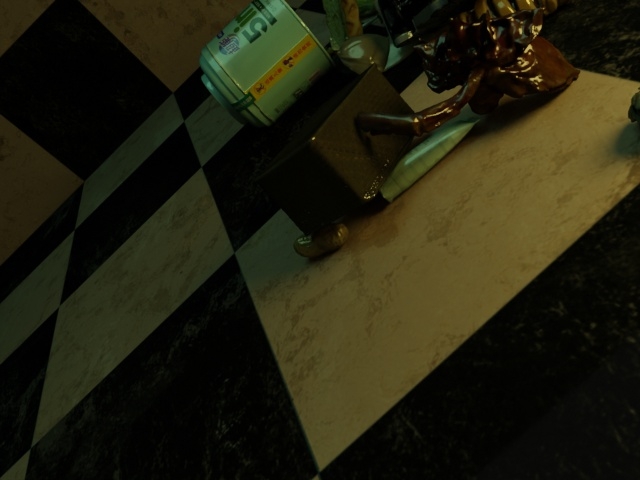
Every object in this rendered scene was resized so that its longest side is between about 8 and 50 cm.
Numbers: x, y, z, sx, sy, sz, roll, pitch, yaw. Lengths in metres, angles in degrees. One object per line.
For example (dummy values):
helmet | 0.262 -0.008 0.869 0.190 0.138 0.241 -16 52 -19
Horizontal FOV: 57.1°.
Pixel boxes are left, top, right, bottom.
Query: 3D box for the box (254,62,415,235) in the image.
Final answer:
box | 0.039 -0.162 1.036 0.184 0.143 0.273 -27 21 47

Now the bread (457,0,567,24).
bread | 0.365 -0.447 1.113 0.225 0.081 0.134 -30 32 28

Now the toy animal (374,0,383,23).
toy animal | 0.154 -0.709 1.483 0.183 0.310 0.247 -29 39 23

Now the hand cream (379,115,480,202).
hand cream | 0.181 -0.146 1.009 0.205 0.050 0.078 -39 12 7

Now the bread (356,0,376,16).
bread | 0.198 -0.786 1.792 0.301 0.045 0.301 -30 34 23

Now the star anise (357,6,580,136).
star anise | 0.222 -0.251 0.919 0.346 0.237 0.148 -20 76 3

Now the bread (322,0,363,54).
bread | 0.058 -0.621 1.592 0.088 0.232 0.128 -30 38 -18

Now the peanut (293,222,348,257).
peanut | 0.000 0.000 1.053 0.113 0.054 0.054 -23 36 30

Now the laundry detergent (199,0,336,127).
laundry detergent | -0.161 -0.490 1.637 0.305 0.287 0.287 -40 30 8

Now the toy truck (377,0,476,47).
toy truck | 0.259 -0.528 1.191 0.175 0.146 0.367 -21 3 -22

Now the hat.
hat | 0.140 -0.488 1.422 0.173 0.144 0.166 -58 24 27

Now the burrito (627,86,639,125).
burrito | 0.506 -0.222 0.664 0.309 0.066 0.096 -31 37 26

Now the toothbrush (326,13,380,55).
toothbrush | 0.104 -0.609 1.715 0.288 0.021 0.024 -30 22 25
